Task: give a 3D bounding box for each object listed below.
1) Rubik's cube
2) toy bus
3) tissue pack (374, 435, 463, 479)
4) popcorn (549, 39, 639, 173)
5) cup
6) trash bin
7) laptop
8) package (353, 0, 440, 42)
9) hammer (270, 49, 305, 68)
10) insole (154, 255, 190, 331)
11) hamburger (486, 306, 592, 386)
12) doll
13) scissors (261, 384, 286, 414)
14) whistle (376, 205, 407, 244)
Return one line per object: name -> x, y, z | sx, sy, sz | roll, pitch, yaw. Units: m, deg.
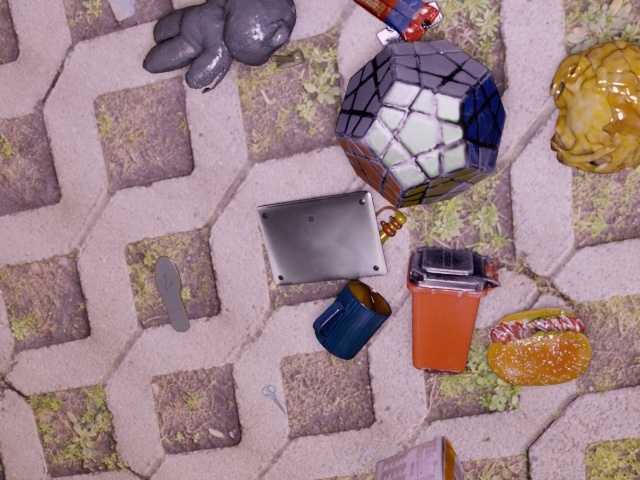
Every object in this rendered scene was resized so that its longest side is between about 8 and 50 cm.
Rubik's cube -> 0.186, -0.215, 1.384 | 0.264, 0.319, 0.319 | 7, 109, 35
toy bus -> 0.174, -0.419, 1.449 | 0.130, 0.037, 0.052 | -28, 103, 14
tissue pack -> 0.216, 0.560, 1.623 | 0.185, 0.225, 0.124 | -24, 101, 15
popcorn -> 0.520, -0.247, 1.346 | 0.190, 0.250, 0.250 | 6, 107, -10
cup -> 0.053, 0.166, 1.589 | 0.150, 0.113, 0.138 | 27, 111, -23
trash bin -> 0.270, 0.146, 1.540 | 0.184, 0.161, 0.239 | 3, 114, 9
laptop -> 0.000, 0.000, 1.580 | 0.269, 0.015, 0.188 | -7, 106, 23
package -> 0.127, -0.459, 1.425 | 0.200, 0.022, 0.083 | 40, 101, 13
hammer -> -0.079, -0.347, 1.425 | 0.060, 0.195, 0.028 | -18, 98, 15
insole -> -0.341, 0.125, 1.702 | 0.064, 0.004, 0.188 | -10, 104, 13
hamburger -> 0.452, 0.223, 1.547 | 0.210, 0.116, 0.173 | -9, 107, 12
doll -> -0.183, -0.398, 1.445 | 0.340, 0.246, 0.158 | -15, 144, 32
scissors -> -0.105, 0.374, 1.736 | 0.036, 0.006, 0.083 | -31, 99, 18
whistle -> 0.135, -0.025, 1.574 | 0.109, 0.057, 0.046 | -49, 138, 9
